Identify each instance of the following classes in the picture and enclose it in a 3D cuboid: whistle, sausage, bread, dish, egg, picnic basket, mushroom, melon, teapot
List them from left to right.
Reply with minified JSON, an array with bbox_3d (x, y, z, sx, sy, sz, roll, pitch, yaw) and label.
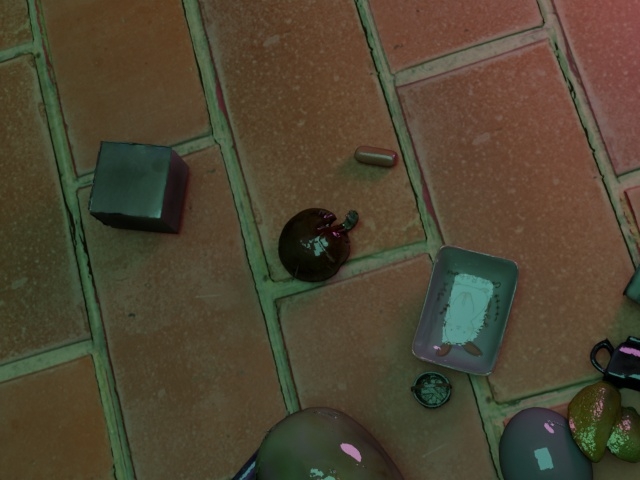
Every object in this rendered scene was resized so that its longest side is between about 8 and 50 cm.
[{"bbox_3d":[-0.112,0.398,1.900,0.033,0.033,0.176,40,86,18],"label":"whistle"},{"bbox_3d":[0.000,0.000,1.956,0.170,0.080,0.135,-38,82,3],"label":"mushroom"},{"bbox_3d":[0.023,0.421,1.767,0.223,0.223,0.317,-39,73,0],"label":"melon"},{"bbox_3d":[0.105,-0.159,1.999,0.083,0.034,0.034,10,78,15],"label":"sausage"},{"bbox_3d":[0.193,0.260,1.847,0.072,0.083,0.072,-3,75,10],"label":"picnic basket"},{"bbox_3d":[0.258,0.127,1.872,0.151,0.077,0.212,14,79,13],"label":"dish"},{"bbox_3d":[0.374,0.374,1.749,0.146,0.146,0.199,-22,85,5],"label":"egg"},{"bbox_3d":[0.482,0.303,1.737,0.149,0.187,0.065,47,125,9],"label":"bread"},{"bbox_3d":[0.548,0.206,1.791,0.177,0.087,0.096,14,74,14],"label":"teapot"}]

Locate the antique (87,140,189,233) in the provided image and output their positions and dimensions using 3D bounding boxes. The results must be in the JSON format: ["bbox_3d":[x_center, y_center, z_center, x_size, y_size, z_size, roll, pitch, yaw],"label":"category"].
[{"bbox_3d":[-0.343,-0.097,2.013,0.152,0.148,0.147,6,78,12],"label":"antique"}]

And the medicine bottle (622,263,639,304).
[{"bbox_3d":[0.616,0.079,1.784,0.168,0.135,0.135,32,84,16],"label":"medicine bottle"}]
